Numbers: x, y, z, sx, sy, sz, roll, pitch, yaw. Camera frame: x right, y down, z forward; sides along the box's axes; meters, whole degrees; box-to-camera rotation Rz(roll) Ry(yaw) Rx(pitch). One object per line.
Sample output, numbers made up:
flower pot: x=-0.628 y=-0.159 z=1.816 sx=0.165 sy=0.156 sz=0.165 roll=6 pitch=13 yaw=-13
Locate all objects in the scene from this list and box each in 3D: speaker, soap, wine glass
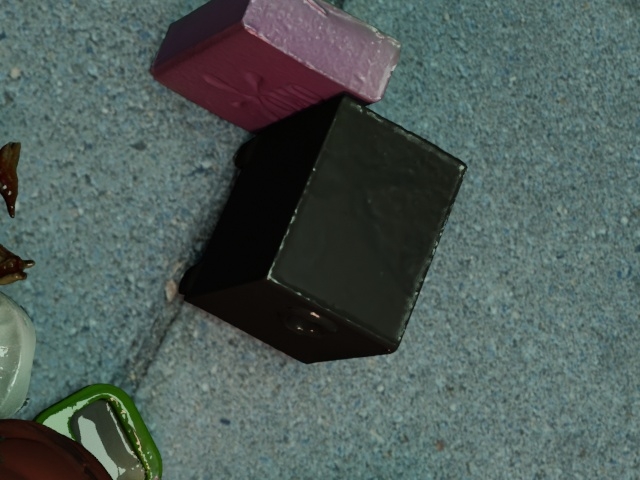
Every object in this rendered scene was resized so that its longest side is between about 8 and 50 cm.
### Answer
speaker: x=0.000 y=0.000 z=1.965 sx=0.184 sy=0.254 sz=0.232 roll=29 pitch=70 yaw=-20
soap: x=-0.052 y=-0.195 z=1.963 sx=0.181 sy=0.259 sz=0.081 roll=28 pitch=72 yaw=-23
wine glass: x=-0.392 y=0.103 z=1.758 sx=0.196 sy=0.165 sz=0.164 roll=32 pitch=64 yaw=-61

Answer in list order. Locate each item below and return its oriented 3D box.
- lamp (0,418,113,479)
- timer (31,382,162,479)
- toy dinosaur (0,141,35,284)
lamp: x=-0.328 y=0.307 z=1.716 sx=0.303 sy=0.303 sz=0.257 roll=-34 pitch=97 yaw=-27
timer: x=-0.242 y=0.230 z=1.925 sx=0.128 sy=0.047 sz=0.140 roll=-29 pitch=97 yaw=-26
toy dinosaur: x=-0.373 y=-0.067 z=1.791 sx=0.207 sy=0.113 sz=0.327 roll=12 pitch=42 yaw=-21
